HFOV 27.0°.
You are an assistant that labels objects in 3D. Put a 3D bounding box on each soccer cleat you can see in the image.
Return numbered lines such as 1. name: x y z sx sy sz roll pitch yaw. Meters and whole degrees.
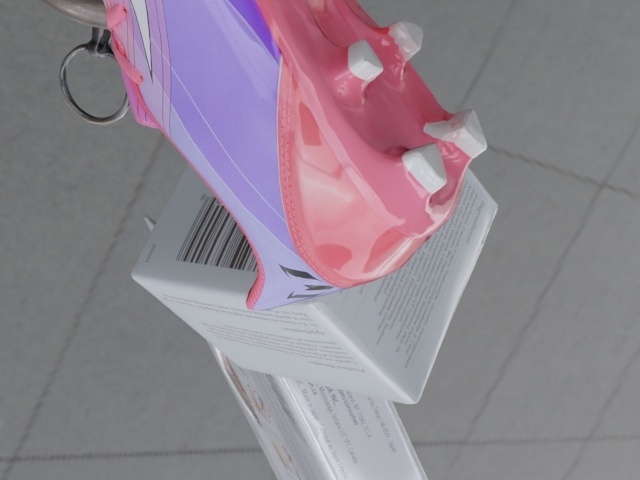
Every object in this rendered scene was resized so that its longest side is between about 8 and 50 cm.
1. soccer cleat: -0.046 -0.093 0.413 0.095 0.248 0.083 -32 -178 30

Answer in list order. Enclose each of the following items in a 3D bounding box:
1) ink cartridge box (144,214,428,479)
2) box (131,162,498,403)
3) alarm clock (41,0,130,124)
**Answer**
1. ink cartridge box: -0.006 0.124 0.962 0.066 0.261 0.296 -30 118 -11
2. box: 0.000 0.000 0.552 0.087 0.101 0.102 47 60 -43
3. alarm clock: -0.089 -0.140 0.588 0.064 0.129 0.192 -43 148 -61
